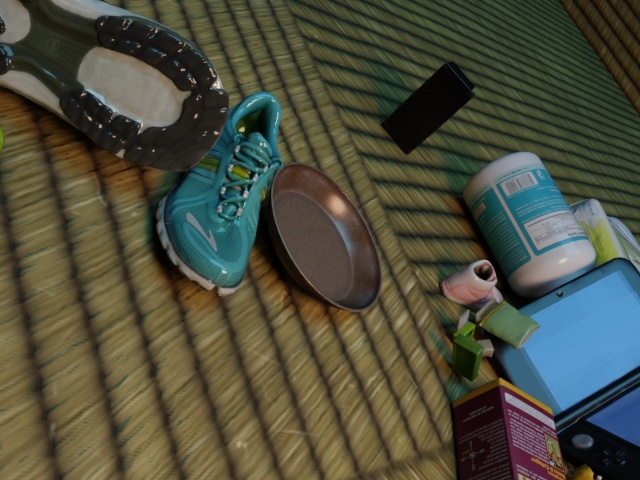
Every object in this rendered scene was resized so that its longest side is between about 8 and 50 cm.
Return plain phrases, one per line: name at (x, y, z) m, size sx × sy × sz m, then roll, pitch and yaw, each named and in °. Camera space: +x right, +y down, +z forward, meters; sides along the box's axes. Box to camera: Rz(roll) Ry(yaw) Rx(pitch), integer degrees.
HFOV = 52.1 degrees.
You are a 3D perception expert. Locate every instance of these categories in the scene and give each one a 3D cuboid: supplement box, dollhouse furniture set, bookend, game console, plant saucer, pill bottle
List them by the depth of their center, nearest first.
supplement box at (0.222, 0.272, 0.757) m, size 0.104 × 0.081 × 0.188 m, roll 32°, pitch 39°, yaw -24°
plant saucer at (0.000, 0.000, 0.788) m, size 0.198 × 0.036 × 0.198 m, roll 37°, pitch 36°, yaw -34°
dollhouse furniture set at (0.231, 0.118, 0.883) m, size 0.076 × 0.058 × 0.151 m, roll 31°, pitch 50°, yaw 34°
game console at (0.421, 0.164, 0.886) m, size 0.293 × 0.250 × 0.173 m, roll -24°, pitch 105°, yaw -18°
pill bottle at (0.355, -0.006, 1.092) m, size 0.146 × 0.146 × 0.264 m, roll 3°, pitch 57°, yaw -45°
bookend at (0.206, -0.243, 1.140) m, size 0.072 × 0.156 × 0.157 m, roll 49°, pitch 35°, yaw 0°

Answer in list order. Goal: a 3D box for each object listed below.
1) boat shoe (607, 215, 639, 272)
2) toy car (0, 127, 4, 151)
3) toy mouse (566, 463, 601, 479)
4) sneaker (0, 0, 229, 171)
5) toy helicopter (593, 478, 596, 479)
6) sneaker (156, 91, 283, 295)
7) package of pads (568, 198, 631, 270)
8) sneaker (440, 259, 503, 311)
boat shoe at (0.668, 0.081, 1.399) m, size 0.094 × 0.109 × 0.302 m, roll -15°, pitch 60°, yaw -35°
toy car at (-0.340, -0.074, 0.443) m, size 0.188 × 0.149 × 0.155 m, roll -17°, pitch 58°, yaw -39°
toy mouse at (0.305, 0.326, 0.742) m, size 0.161 × 0.031 × 0.143 m, roll 75°, pitch 11°, yaw -52°
sneaker at (-0.286, -0.216, 0.660) m, size 0.410 × 0.158 × 0.182 m, roll 34°, pitch 8°, yaw -17°
toy helicopter at (0.480, 0.388, 0.837) m, size 0.355 × 0.235 × 0.140 m, roll -88°, pitch 169°, yaw -48°
sneaker at (-0.097, -0.064, 0.701) m, size 0.107 × 0.110 × 0.275 m, roll 30°, pitch 41°, yaw -25°
package of pads at (0.520, 0.095, 1.172) m, size 0.229 × 0.101 × 0.296 m, roll 42°, pitch 32°, yaw -39°
sneaker at (0.247, 0.069, 0.976) m, size 0.134 × 0.070 × 0.051 m, roll 17°, pitch 45°, yaw -38°
